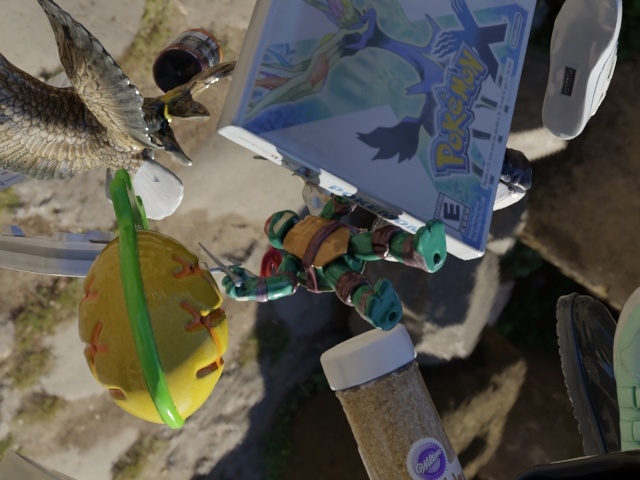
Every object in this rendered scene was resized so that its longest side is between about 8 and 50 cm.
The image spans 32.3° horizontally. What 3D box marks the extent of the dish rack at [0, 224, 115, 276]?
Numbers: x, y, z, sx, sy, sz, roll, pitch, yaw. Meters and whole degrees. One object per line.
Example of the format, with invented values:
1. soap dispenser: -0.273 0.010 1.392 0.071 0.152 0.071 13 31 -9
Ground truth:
1. dish rack: -0.394 0.020 1.849 0.286 0.333 0.072 5 91 -39

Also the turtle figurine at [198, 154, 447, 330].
1. turtle figurine: 0.000 0.000 1.071 0.118 0.234 0.175 33 81 -50

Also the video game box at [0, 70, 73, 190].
1. video game box: -0.465 -0.177 1.786 0.048 0.187 0.205 49 38 -35

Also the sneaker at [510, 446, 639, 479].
1. sneaker: 0.178 0.220 0.786 0.182 0.127 0.315 3 142 -33

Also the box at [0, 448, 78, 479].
1. box: -0.347 0.390 1.311 0.148 0.127 0.232 41 72 -42

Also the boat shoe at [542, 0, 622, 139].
1. boat shoe: 0.411 -0.282 1.695 0.088 0.096 0.267 -39 142 -41

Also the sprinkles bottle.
1. sprinkles bottle: 0.119 0.290 1.444 0.121 0.355 0.121 -22 180 0

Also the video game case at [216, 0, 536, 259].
1. video game case: 0.073 -0.186 1.080 0.300 0.036 0.329 26 67 -27

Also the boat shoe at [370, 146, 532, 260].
1. boat shoe: 0.172 -0.077 1.847 0.158 0.127 0.340 20 141 -39

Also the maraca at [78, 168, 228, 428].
1. maraca: -0.119 0.040 0.766 0.099 0.185 0.127 -13 155 -4

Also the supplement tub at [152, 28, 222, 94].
1. supplement tub: -0.248 -0.344 2.118 0.198 0.106 0.106 -70 179 -65

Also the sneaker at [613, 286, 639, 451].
1. sneaker: 0.299 0.169 0.912 0.151 0.094 0.255 -69 154 -72

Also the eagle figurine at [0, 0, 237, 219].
1. eagle figurine: -0.267 -0.156 1.245 0.226 0.225 0.298 -61 159 15

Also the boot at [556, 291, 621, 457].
1. boot: 0.596 0.208 1.597 0.146 0.445 0.367 4 71 -63

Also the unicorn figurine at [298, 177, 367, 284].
1. unicorn figurine: 0.007 -0.021 1.414 0.060 0.111 0.161 -7 91 -31
